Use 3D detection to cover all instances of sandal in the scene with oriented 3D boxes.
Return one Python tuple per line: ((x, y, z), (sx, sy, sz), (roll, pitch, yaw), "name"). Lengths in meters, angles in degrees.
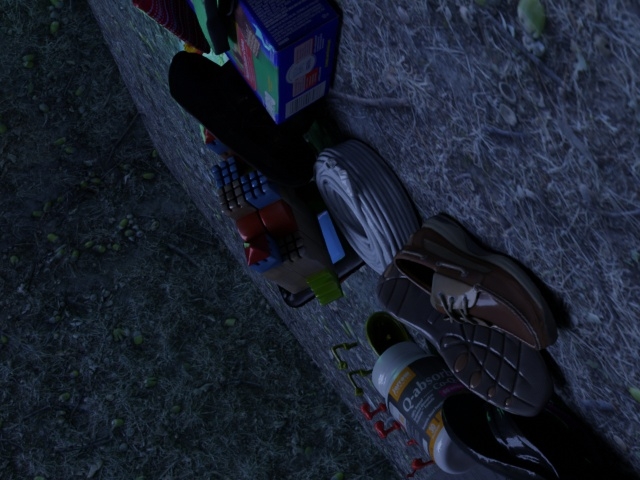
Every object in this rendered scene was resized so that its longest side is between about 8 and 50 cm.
((-0.159, -0.359, 1.411), (0.097, 0.054, 0.254), (64, 175, 8), "sandal")
((0.363, 0.321, 1.488), (0.445, 0.167, 0.107), (30, 126, 51), "sandal")

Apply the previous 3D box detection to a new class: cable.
((0.081, -0.058, 1.705), (0.257, 0.089, 0.257), (59, 169, -15), "cable")

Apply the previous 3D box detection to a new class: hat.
((-0.105, -0.257, 1.713), (0.331, 0.134, 0.331), (33, -150, -21), "hat")

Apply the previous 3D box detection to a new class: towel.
((-0.260, -0.464, 1.702), (0.275, 0.031, 0.199), (20, -114, -70), "towel")

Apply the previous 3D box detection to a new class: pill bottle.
((0.231, 0.333, 1.956), (0.278, 0.162, 0.162), (42, 162, 49), "pill bottle")

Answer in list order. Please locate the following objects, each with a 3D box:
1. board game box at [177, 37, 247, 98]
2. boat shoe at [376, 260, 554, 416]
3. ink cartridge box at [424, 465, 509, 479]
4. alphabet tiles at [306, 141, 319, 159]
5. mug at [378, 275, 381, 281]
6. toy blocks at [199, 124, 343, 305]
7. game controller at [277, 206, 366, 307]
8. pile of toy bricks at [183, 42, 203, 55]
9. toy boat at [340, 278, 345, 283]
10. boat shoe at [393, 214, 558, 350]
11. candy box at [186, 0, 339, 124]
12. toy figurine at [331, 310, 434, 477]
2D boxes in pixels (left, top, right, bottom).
((-0.226, -0.389, 2.001), (0.305, 0.053, 0.193), (50, 151, 43), "board game box")
((0.248, 0.151, 1.562), (0.355, 0.132, 0.130), (44, -171, 33), "boat shoe")
((0.258, 0.573, 1.966), (0.176, 0.370, 0.069), (55, 168, 14), "ink cartridge box")
((0.003, -0.057, 2.000), (0.237, 0.009, 0.198), (54, 141, 17), "alphabet tiles")
((0.146, 0.080, 1.920), (0.062, 0.078, 0.064), (25, -179, -8), "mug")
((-0.101, -0.077, 1.788), (0.261, 0.190, 0.382), (37, -148, -60), "toy blocks")
((-0.006, 0.018, 1.972), (0.319, 0.067, 0.167), (-37, 79, 47), "game controller")
((-0.283, -0.466, 1.890), (0.118, 0.105, 0.212), (-47, 52, 43), "pile of toy bricks")
((0.000, 0.000, 2.145), (0.231, 0.151, 0.151), (53, -163, 17), "toy boat")
((0.221, 0.078, 1.413), (0.324, 0.116, 0.123), (40, 160, 54), "boat shoe")
((-0.112, -0.384, 1.530), (0.317, 0.122, 0.268), (56, 168, 13), "candy box")
((0.181, 0.360, 2.204), (0.363, 0.191, 0.217), (55, 173, 13), "toy figurine")
